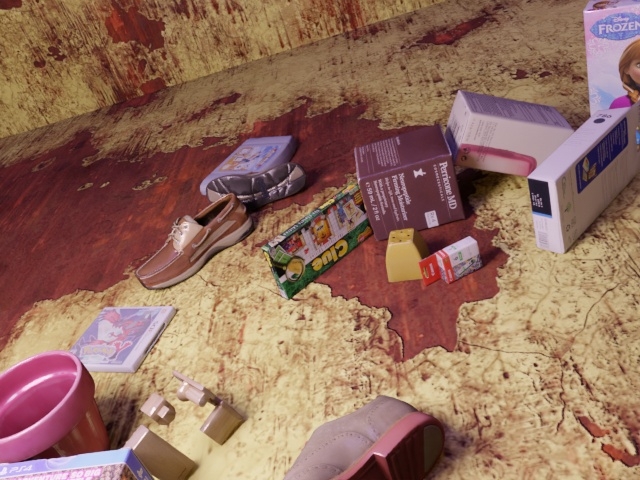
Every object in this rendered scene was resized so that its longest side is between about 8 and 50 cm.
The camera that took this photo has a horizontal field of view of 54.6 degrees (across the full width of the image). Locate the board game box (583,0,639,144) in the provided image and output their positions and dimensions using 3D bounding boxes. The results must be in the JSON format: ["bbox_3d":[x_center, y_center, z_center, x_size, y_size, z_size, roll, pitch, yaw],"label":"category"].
[{"bbox_3d":[0.724,-0.349,1.276,0.319,0.318,0.066,4,39,35],"label":"board game box"}]

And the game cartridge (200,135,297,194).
[{"bbox_3d":[-0.202,-0.226,1.857,0.198,0.062,0.297,-1,36,34],"label":"game cartridge"}]

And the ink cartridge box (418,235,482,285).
[{"bbox_3d":[0.248,0.045,1.180,0.115,0.063,0.029,-26,30,-8],"label":"ink cartridge box"}]

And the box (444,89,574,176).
[{"bbox_3d":[0.409,-0.233,1.372,0.232,0.127,0.148,9,32,-5],"label":"box"}]

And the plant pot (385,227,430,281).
[{"bbox_3d":[0.170,0.023,1.239,0.081,0.083,0.081,-9,34,19],"label":"plant pot"}]

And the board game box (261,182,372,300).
[{"bbox_3d":[0.000,0.000,1.320,0.260,0.136,0.030,-37,39,-25],"label":"board game box"}]

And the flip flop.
[{"bbox_3d":[-0.172,-0.147,1.679,0.277,0.112,0.080,-17,14,4],"label":"flip flop"}]

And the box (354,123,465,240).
[{"bbox_3d":[0.194,-0.130,1.377,0.203,0.168,0.167,-15,31,10],"label":"box"}]

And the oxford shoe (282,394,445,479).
[{"bbox_3d":[0.005,0.332,0.841,0.348,0.123,0.130,-24,27,-27],"label":"oxford shoe"}]

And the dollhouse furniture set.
[{"bbox_3d":[-0.248,0.300,1.020,0.123,0.144,0.151,11,58,47],"label":"dollhouse furniture set"}]

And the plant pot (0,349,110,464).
[{"bbox_3d":[-0.455,0.317,1.047,0.201,0.180,0.201,-15,32,10],"label":"plant pot"}]

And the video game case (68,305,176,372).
[{"bbox_3d":[-0.440,0.211,1.349,0.201,0.023,0.183,-4,35,24],"label":"video game case"}]

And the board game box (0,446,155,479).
[{"bbox_3d":[-0.371,0.453,0.831,0.232,0.141,0.291,-11,33,14],"label":"board game box"}]

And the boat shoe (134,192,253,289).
[{"bbox_3d":[-0.317,-0.008,1.522,0.324,0.120,0.122,-37,35,-26],"label":"boat shoe"}]

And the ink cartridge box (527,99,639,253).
[{"bbox_3d":[0.525,-0.134,1.205,0.333,0.165,0.065,-37,34,-26],"label":"ink cartridge box"}]
